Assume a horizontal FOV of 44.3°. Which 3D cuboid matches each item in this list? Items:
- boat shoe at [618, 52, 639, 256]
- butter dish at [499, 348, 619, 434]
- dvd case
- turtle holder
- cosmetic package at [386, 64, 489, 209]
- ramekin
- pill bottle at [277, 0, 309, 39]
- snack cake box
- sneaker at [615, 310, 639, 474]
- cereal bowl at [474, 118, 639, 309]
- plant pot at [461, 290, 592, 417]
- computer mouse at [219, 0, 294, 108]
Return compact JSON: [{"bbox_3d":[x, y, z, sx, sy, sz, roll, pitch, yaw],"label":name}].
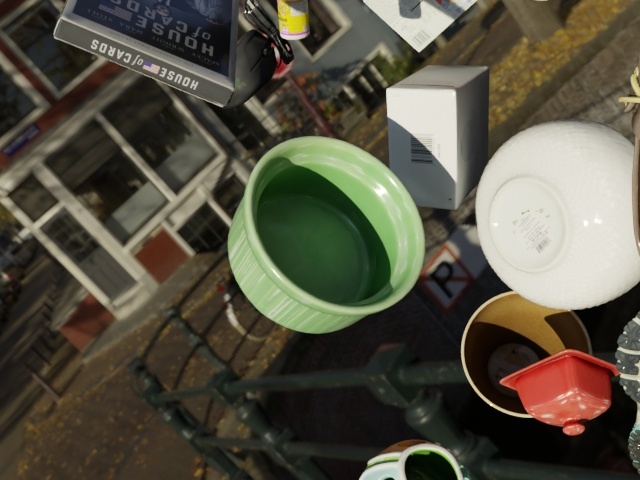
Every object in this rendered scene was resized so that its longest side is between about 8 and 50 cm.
[{"bbox_3d":[0.293,-0.096,0.618,0.097,0.324,0.116,-24,44,1],"label":"boat shoe"},{"bbox_3d":[0.410,0.265,1.309,0.160,0.160,0.118,-37,44,39],"label":"butter dish"},{"bbox_3d":[-0.175,-0.249,0.851,0.029,0.179,0.238,-56,25,34],"label":"dvd case"},{"bbox_3d":[0.179,0.521,1.457,0.320,0.243,0.227,-74,-3,-45],"label":"turtle holder"},{"bbox_3d":[0.231,-0.205,1.514,0.138,0.224,0.225,8,25,27],"label":"cosmetic package"},{"bbox_3d":[0.000,0.000,1.252,0.303,0.303,0.148,-53,4,-37],"label":"ramekin"},{"bbox_3d":[-0.039,-0.331,1.116,0.043,0.083,0.043,-3,32,2],"label":"pill bottle"},{"bbox_3d":[0.222,-0.491,1.444,0.264,0.152,0.089,-36,21,44],"label":"snack cake box"},{"bbox_3d":[0.436,0.170,0.954,0.122,0.283,0.110,-30,35,-31],"label":"sneaker"},{"bbox_3d":[0.395,-0.038,1.348,0.141,0.339,0.339,-11,-7,-39],"label":"cereal bowl"},{"bbox_3d":[0.398,0.242,1.579,0.237,0.237,0.254,-42,-17,-5],"label":"plant pot"},{"bbox_3d":[-0.162,-0.418,1.817,0.072,0.188,0.272,1,50,48],"label":"computer mouse"}]
